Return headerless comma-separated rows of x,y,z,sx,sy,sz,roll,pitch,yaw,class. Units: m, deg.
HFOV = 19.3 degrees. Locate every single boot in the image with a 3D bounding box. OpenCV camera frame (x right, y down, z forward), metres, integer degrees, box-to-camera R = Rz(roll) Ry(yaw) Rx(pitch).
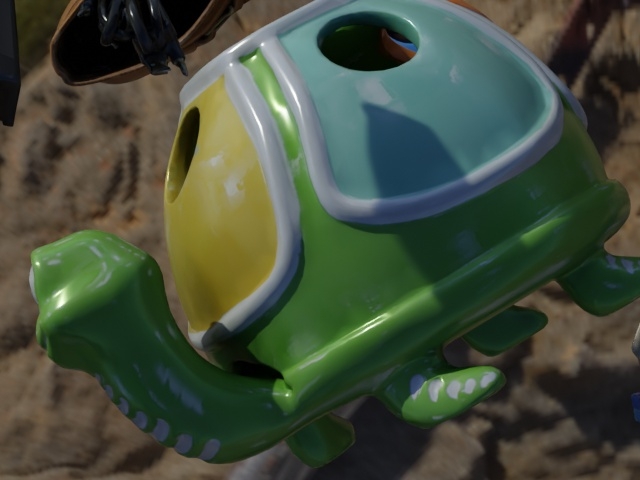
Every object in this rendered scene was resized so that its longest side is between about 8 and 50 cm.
-0.066,-0.206,1.268,0.283,0.220,0.109,-33,98,10,boot

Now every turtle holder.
0.004,-0.002,1.058,0.320,0.243,0.227,-30,89,-2,turtle holder

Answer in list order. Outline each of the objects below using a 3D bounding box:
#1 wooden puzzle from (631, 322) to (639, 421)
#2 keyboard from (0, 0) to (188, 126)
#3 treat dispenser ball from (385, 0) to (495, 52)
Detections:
0.239,0.064,1.345,0.014,0.078,0.116,13,62,27,wooden puzzle
-0.149,-0.161,0.779,0.033,0.201,0.317,-51,35,31,keyboard
0.073,-0.113,1.881,0.288,0.288,0.288,-2,77,9,treat dispenser ball
